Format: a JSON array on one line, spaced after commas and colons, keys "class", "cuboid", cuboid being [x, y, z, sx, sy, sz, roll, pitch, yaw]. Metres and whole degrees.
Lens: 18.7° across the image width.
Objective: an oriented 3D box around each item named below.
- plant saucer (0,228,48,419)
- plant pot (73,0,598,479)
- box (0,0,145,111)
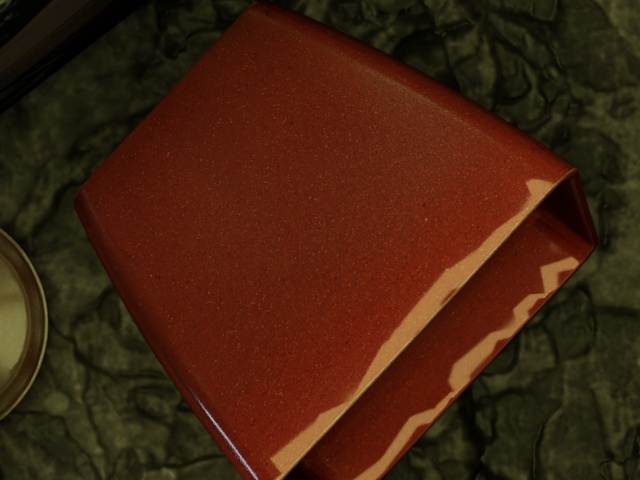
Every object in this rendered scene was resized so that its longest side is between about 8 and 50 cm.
[{"class": "plant saucer", "cuboid": [-0.275, 0.059, 1.375, 0.168, 0.029, 0.168, 0, 87, 1]}, {"class": "plant pot", "cuboid": [0.000, 0.000, 1.267, 0.236, 0.267, 0.267, 44, 90, 15]}, {"class": "box", "cuboid": [-0.304, -0.189, 1.142, 0.480, 0.472, 0.297, -37, 92, 4]}]
